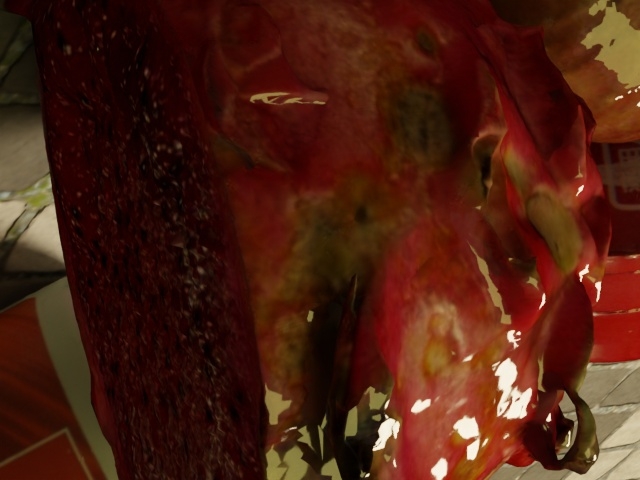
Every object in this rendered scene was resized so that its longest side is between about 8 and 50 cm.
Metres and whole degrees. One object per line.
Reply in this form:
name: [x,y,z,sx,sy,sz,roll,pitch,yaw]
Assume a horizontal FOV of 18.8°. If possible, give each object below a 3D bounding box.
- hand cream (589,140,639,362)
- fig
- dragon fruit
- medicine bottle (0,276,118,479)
hand cream: [0.172,-0.047,1.195,0.230,0.230,0.149,-23,150,-12]
fig: [0.146,-0.149,1.059,0.205,0.205,0.205,-23,153,-13]
dragon fruit: [0.000,0.000,0.942,0.249,0.371,0.386,-11,158,-17]
medicine bottle: [-0.188,0.180,1.207,0.241,0.252,0.252,-29,153,-1]
